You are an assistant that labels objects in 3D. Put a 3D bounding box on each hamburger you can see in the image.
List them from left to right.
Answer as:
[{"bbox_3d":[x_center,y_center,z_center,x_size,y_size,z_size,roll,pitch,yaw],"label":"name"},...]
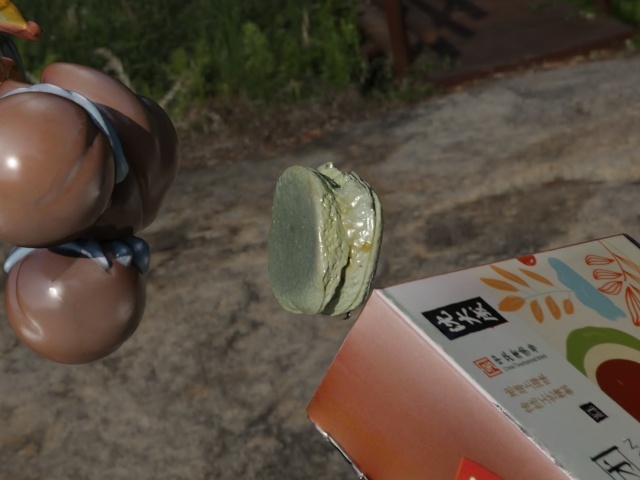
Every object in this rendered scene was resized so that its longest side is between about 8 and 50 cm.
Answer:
[{"bbox_3d":[0.000,0.000,0.977,0.062,0.133,0.140,1,2,-22],"label":"hamburger"}]

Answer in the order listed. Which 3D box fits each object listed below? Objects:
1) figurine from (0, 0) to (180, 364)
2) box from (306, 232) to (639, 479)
[{"bbox_3d":[-0.296,-0.093,1.072,0.388,0.277,0.248,26,56,26],"label":"figurine"},{"bbox_3d":[0.241,0.161,0.853,0.344,0.122,0.385,44,31,27],"label":"box"}]
